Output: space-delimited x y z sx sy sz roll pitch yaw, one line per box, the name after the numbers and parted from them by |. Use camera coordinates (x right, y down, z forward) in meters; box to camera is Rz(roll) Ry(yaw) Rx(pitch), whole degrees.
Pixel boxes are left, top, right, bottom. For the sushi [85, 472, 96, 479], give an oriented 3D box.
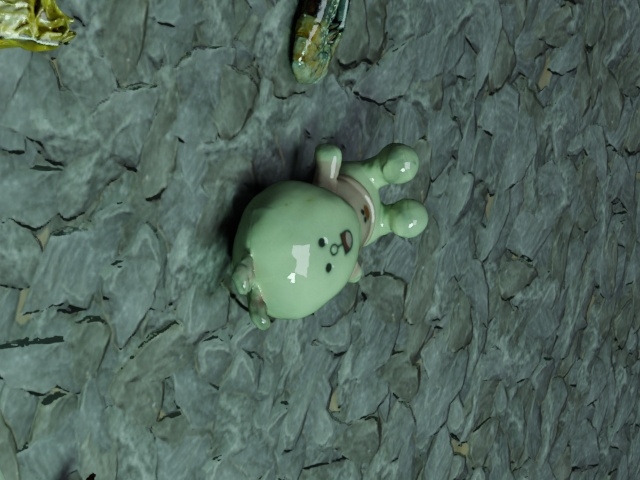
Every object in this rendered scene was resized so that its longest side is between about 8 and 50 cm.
-0.204 0.267 1.357 0.052 0.055 0.120 -20 119 -2 | sushi

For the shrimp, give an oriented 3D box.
0.004 -0.236 1.539 0.091 0.034 0.161 -4 110 -68 | shrimp

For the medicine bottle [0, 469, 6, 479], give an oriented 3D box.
-0.289 0.255 1.121 0.170 0.170 0.293 -50 139 -37 | medicine bottle

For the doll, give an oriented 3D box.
-0.007 -0.003 1.530 0.275 0.113 0.154 -35 119 -38 | doll

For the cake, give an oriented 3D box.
-0.278 -0.182 1.119 0.185 0.116 0.079 0 97 -25 | cake
